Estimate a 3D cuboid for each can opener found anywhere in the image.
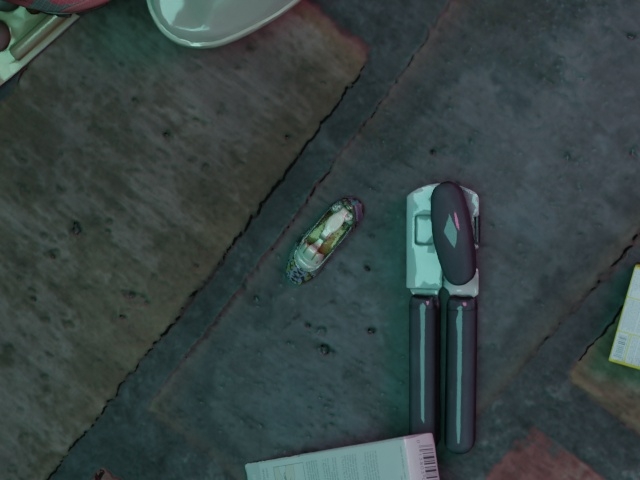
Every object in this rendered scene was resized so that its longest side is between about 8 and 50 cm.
[{"bbox_3d":[0.121,0.081,1.711,0.076,0.095,0.283,1,95,12],"label":"can opener"}]

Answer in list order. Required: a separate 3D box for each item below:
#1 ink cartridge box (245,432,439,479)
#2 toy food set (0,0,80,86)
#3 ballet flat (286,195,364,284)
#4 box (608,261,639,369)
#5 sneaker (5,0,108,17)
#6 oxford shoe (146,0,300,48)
[{"bbox_3d":[0.030,0.304,1.748,0.225,0.056,0.181,-16,79,41],"label":"ink cartridge box"},{"bbox_3d":[-0.327,-0.325,1.765,0.306,0.092,0.220,-39,87,12],"label":"toy food set"},{"bbox_3d":[0.000,0.000,1.756,0.041,0.041,0.114,41,101,5],"label":"ballet flat"},{"bbox_3d":[0.389,0.094,1.687,0.179,0.043,0.105,16,98,12],"label":"box"},{"bbox_3d":[-0.334,-0.280,1.666,0.314,0.136,0.116,8,103,16],"label":"sneaker"},{"bbox_3d":[-0.006,-0.361,1.635,0.449,0.130,0.169,-40,89,13],"label":"oxford shoe"}]
